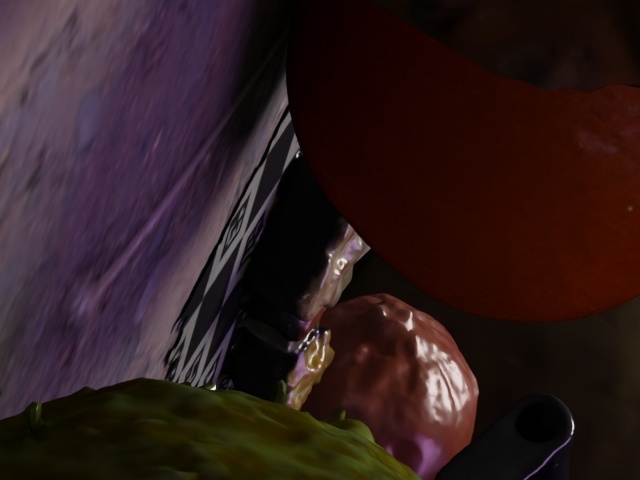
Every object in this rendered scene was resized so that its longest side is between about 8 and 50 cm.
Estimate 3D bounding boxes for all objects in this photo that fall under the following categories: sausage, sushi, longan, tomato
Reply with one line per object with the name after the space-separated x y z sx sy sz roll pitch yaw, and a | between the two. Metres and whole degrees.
0.007 0.142 1.204 0.148 0.148 0.254 -54 168 -64 | sausage
0.000 0.000 1.017 0.290 0.050 0.264 100 15 -66 | sushi
0.163 0.143 1.460 0.391 0.391 0.391 24 90 -84 | longan
0.089 -0.100 0.778 0.260 0.180 0.260 25 90 -87 | tomato

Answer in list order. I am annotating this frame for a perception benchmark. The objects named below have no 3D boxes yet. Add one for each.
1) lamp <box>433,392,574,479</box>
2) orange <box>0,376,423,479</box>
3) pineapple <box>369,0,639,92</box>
0.057 0.303 1.063 0.374 0.272 0.205 -32 149 -16 | lamp
-0.048 0.185 0.503 0.300 0.223 0.301 -60 175 -3 | orange
0.094 -0.202 0.408 0.202 0.202 0.362 -47 152 -73 | pineapple
